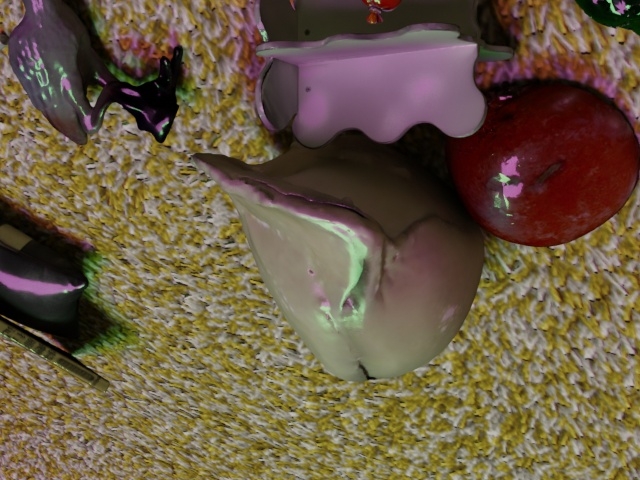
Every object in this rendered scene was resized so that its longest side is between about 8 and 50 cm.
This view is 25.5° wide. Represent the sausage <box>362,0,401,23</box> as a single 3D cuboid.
[{"bbox_3d":[0.061,-0.250,1.182,0.050,0.145,0.048,18,176,-14],"label":"sausage"}]

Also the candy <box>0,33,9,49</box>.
[{"bbox_3d":[-0.497,-0.178,1.767,0.365,0.124,0.124,-22,116,38],"label":"candy"}]

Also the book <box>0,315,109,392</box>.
[{"bbox_3d":[-0.451,0.113,1.972,0.310,0.021,0.217,34,172,-24],"label":"book"}]

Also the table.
[{"bbox_3d":[0.060,-0.168,1.273,0.198,0.166,0.166,-2,131,31],"label":"table"}]

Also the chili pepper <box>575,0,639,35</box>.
[{"bbox_3d":[0.211,-0.241,1.141,0.224,0.061,0.098,38,151,-7],"label":"chili pepper"}]

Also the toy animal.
[{"bbox_3d":[-0.292,-0.220,1.544,0.324,0.090,0.195,41,130,-13],"label":"toy animal"}]

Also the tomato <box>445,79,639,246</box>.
[{"bbox_3d":[0.197,-0.056,1.329,0.189,0.099,0.173,-2,128,38],"label":"tomato"}]

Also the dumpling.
[{"bbox_3d":[0.000,0.000,1.408,0.315,0.233,0.395,25,-179,17],"label":"dumpling"}]

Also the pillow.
[{"bbox_3d":[-0.430,0.041,1.936,0.250,0.106,0.186,29,150,5],"label":"pillow"}]
